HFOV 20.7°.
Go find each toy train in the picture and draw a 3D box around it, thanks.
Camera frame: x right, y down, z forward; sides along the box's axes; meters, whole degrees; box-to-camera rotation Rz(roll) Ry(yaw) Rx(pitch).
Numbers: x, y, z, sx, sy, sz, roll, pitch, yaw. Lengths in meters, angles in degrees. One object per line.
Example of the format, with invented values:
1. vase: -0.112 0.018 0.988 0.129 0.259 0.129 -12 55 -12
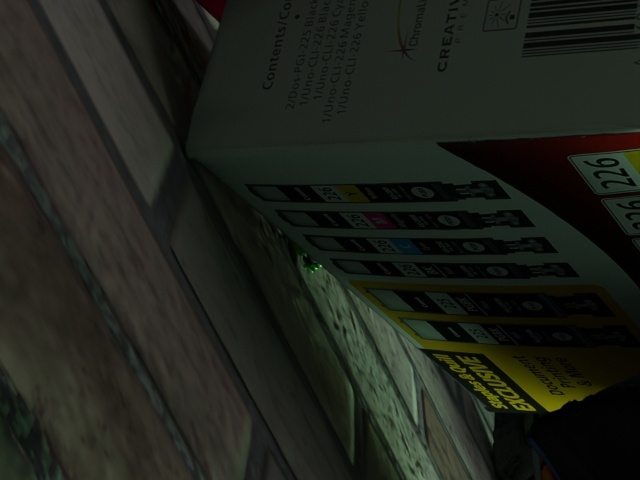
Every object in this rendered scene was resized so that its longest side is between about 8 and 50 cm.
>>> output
1. toy train: 0.000 0.000 0.860 0.024 0.017 0.083 55 9 1

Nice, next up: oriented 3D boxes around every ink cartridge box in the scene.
1. ink cartridge box: 0.085 -0.028 0.797 0.309 0.271 0.130 41 55 -51

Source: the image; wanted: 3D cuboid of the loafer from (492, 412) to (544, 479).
1. loafer: 0.170 0.178 1.146 0.084 0.096 0.268 46 22 -48

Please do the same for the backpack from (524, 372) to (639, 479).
1. backpack: 0.174 0.189 0.755 0.263 0.213 0.277 29 45 -65
